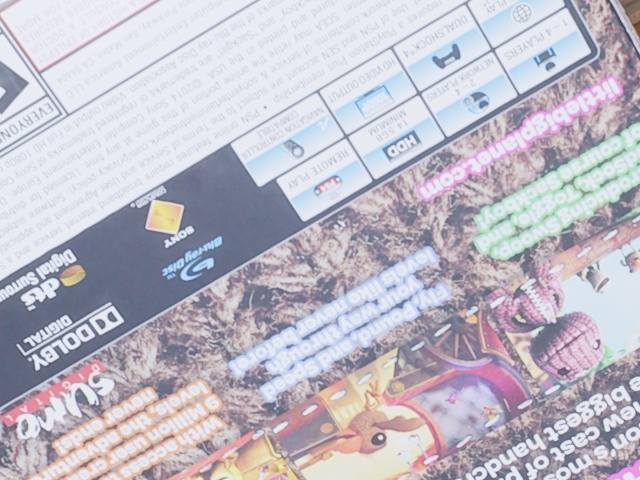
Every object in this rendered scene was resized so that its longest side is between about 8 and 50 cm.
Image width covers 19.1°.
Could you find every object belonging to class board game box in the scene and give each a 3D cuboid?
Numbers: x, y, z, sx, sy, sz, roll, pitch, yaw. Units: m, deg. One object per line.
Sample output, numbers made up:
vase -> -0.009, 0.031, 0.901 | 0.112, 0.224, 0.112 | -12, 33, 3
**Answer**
board game box -> 0.000, 0.000, 0.619 | 0.232, 0.141, 0.291 | -30, 115, 6

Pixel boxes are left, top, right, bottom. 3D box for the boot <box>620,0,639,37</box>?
boot -> 0.043, -0.009, 0.761 | 0.283, 0.109, 0.220 | -35, 115, 9
